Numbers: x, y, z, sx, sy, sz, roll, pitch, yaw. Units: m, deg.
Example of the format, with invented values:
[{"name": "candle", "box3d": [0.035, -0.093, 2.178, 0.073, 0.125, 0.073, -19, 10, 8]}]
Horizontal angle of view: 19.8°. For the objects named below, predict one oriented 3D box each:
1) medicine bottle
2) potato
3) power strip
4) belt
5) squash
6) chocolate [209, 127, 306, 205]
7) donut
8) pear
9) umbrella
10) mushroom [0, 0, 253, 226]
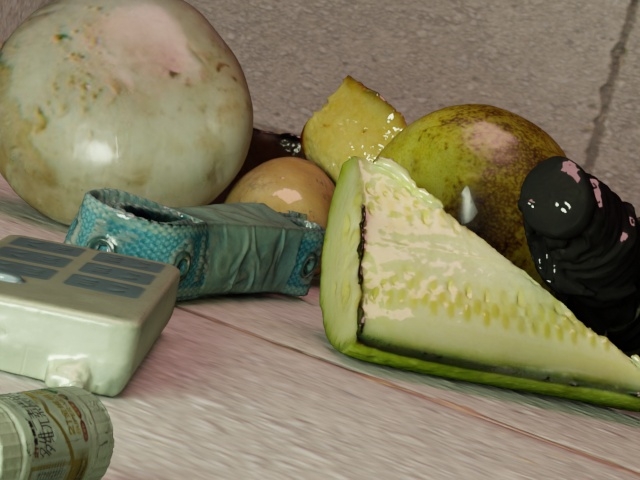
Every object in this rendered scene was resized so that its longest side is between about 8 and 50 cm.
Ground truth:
[{"name": "medicine bottle", "box3d": [-0.122, 0.083, 0.727, 0.047, 0.047, 0.083, 17, 6, 24]}, {"name": "potato", "box3d": [-0.035, -0.021, 1.629, 0.112, 0.112, 0.147, 14, 13, 2]}, {"name": "power strip", "box3d": [-0.153, 0.038, 1.075, 0.118, 0.046, 0.270, 14, 7, 0]}, {"name": "belt", "box3d": [-0.090, 0.003, 1.399, 0.087, 0.072, 0.302, 20, 8, 25]}, {"name": "squash", "box3d": [0.129, 0.046, 1.341, 0.252, 0.169, 0.093, 12, -37, -16]}, {"name": "chocolate", "box3d": [-0.101, -0.071, 1.892, 0.321, 0.112, 0.112, 12, 5, -3]}, {"name": "donut", "box3d": [0.060, -0.038, 1.713, 0.141, 0.085, 0.217, 36, -23, 51]}, {"name": "pear", "box3d": [0.137, -0.016, 1.567, 0.197, 0.197, 0.197, 14, 6, -2]}, {"name": "umbrella", "box3d": [0.214, 0.015, 1.420, 0.106, 0.113, 0.358, 10, -12, 26]}, {"name": "mushroom", "box3d": [-0.180, -0.097, 1.648, 0.244, 0.243, 0.243, 14, 6, -2]}]
